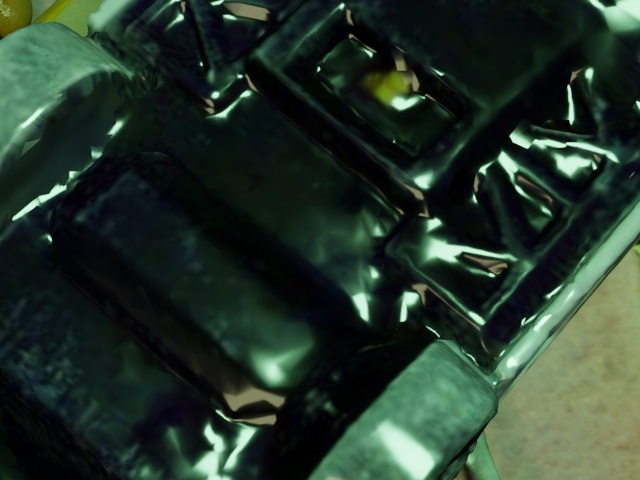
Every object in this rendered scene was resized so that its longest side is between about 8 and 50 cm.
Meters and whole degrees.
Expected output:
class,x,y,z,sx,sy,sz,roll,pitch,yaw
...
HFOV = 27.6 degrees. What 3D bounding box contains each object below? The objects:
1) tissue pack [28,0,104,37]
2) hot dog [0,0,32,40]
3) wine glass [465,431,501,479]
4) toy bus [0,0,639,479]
class,x,y,z,sx,sy,sz,roll,pitch,yaw
tissue pack,-0.190,0.063,0.834,0.228,0.293,0.382,37,132,-10
hot dog,-0.251,-0.173,0.829,0.089,0.060,0.140,-24,111,30
wine glass,0.163,0.106,0.850,0.264,0.096,0.310,-9,121,31
toy bus,0.007,-0.010,0.527,0.209,0.440,0.249,40,164,10
